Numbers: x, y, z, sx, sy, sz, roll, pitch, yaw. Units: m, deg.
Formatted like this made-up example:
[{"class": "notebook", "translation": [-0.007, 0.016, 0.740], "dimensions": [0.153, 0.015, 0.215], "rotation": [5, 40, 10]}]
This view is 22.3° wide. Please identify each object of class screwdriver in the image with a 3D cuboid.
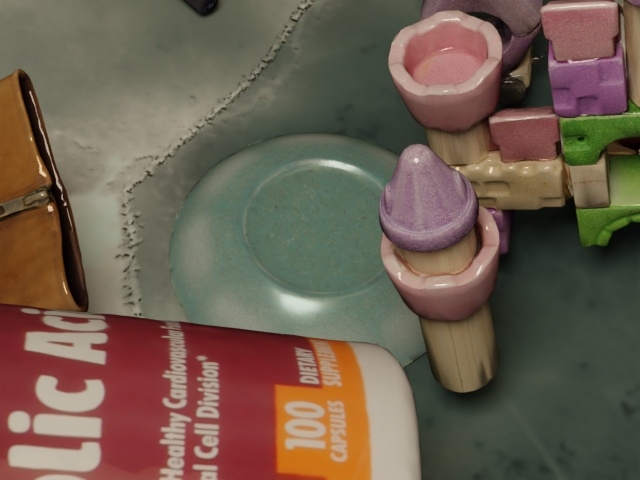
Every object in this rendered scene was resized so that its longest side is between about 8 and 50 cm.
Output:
[{"class": "screwdriver", "translation": [-0.127, -0.221, 1.178], "dimensions": [0.025, 0.024, 0.170], "rotation": [-43, 64, 7]}]

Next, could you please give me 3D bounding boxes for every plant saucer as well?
[{"class": "plant saucer", "translation": [0.000, 0.000, 1.038], "dimensions": [0.195, 0.037, 0.195], "rotation": [1, 59, -2]}]

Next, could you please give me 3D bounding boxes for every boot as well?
[{"class": "boot", "translation": [-0.292, -0.030, 0.923], "dimensions": [0.280, 0.096, 0.264], "rotation": [-25, 71, 11]}]

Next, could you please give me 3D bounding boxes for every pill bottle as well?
[{"class": "pill bottle", "translation": [-0.163, 0.140, 0.799], "dimensions": [0.392, 0.224, 0.224], "rotation": [6, 57, -10]}]

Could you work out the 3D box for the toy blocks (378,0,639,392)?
[{"class": "toy blocks", "translation": [0.177, -0.103, 0.924], "dimensions": [0.289, 0.260, 0.309], "rotation": [-2, 50, 14]}]
